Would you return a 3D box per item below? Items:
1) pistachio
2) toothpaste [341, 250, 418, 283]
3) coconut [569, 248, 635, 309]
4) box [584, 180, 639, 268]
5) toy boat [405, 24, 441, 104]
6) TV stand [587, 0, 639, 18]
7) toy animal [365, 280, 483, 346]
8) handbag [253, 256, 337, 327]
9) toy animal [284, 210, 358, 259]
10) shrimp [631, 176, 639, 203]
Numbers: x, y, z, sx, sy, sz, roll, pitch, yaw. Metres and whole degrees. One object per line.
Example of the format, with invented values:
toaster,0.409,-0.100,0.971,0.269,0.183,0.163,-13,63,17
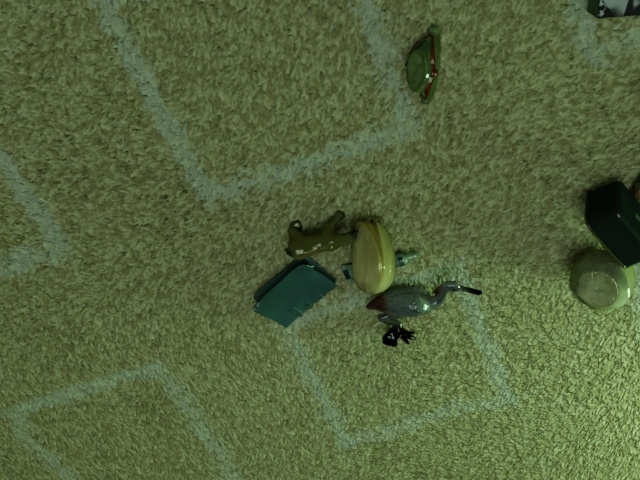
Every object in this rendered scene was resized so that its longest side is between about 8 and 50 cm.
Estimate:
pistachio,0.144,0.042,1.793,0.117,0.145,0.200,-3,98,-21
toothpaste,0.165,0.067,1.877,0.216,0.037,0.062,-17,110,16
coconut,0.754,0.100,1.814,0.161,0.162,0.161,12,114,27
box,0.765,-0.042,1.717,0.201,0.144,0.090,43,136,-19
toy boat,0.242,-0.401,1.576,0.089,0.071,0.185,27,129,35
TV stand,0.730,-0.541,1.472,0.270,0.082,0.088,-4,122,5
toy animal,0.267,0.176,1.907,0.195,0.090,0.324,31,126,-23
handbag,-0.074,0.148,1.926,0.144,0.057,0.221,36,114,-26
toy animal,0.000,0.000,1.803,0.219,0.101,0.103,-13,118,9
shrimp,0.926,-0.152,1.694,0.222,0.054,0.290,21,127,-1
